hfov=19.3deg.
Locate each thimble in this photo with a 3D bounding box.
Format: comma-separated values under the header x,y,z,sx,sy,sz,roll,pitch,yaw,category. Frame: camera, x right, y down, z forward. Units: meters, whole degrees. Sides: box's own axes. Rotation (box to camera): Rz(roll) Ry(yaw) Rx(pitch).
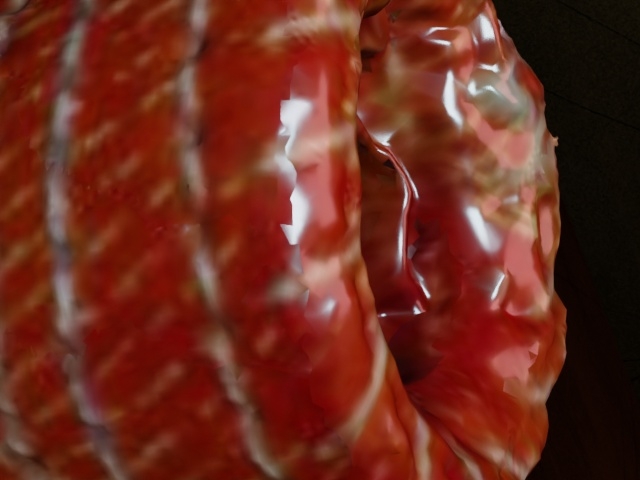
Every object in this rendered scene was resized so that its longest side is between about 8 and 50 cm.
x,y,z,sx,sy,sz,roll,pitch,yaw,category
-0.032,-0.001,0.923,0.350,0.231,0.350,-7,90,-66,thimble
